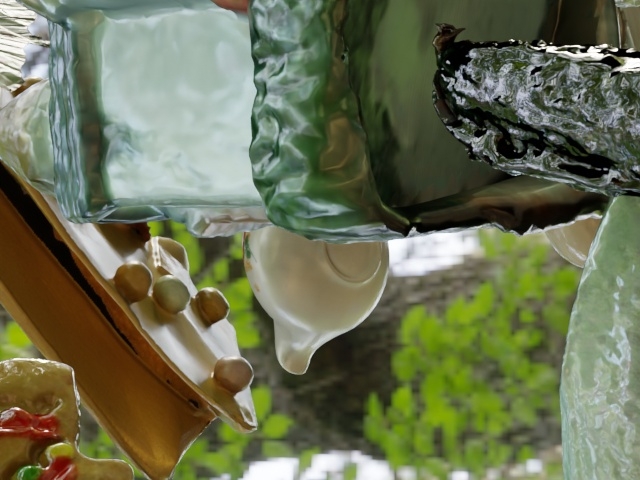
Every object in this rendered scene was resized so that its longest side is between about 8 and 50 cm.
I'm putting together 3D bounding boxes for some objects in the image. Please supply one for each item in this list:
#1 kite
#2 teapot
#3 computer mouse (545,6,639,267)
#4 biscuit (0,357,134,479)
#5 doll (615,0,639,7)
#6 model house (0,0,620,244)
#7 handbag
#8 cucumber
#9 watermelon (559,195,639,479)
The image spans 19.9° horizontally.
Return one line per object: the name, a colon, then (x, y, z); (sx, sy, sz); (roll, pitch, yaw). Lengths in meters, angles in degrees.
kite: (-0.256, -0.173, 1.586); (0.229, 0.250, 0.012); (-100, 21, -60)
teapot: (0.000, 0.000, 1.585); (0.145, 0.092, 0.226); (11, -106, -39)
computer mouse: (0.233, -0.093, 1.453); (0.145, 0.082, 0.236); (-3, -96, -14)
biscuit: (-0.166, 0.155, 0.911); (0.212, 0.239, 0.041); (-32, -30, -37)
doll: (0.156, -0.254, 0.908); (0.175, 0.149, 0.278); (45, -128, -56)
model house: (-0.037, -0.082, 0.781); (0.253, 0.291, 0.184); (-13, -84, -60)
handbag: (-0.212, 0.009, 1.704); (0.401, 0.133, 0.283); (52, -172, -20)
cucumber: (0.098, -0.037, 0.556); (0.053, 0.181, 0.053); (-10, -73, -36)
watermelon: (0.256, 0.094, 0.799); (0.289, 0.214, 0.320); (-5, -90, -35)
